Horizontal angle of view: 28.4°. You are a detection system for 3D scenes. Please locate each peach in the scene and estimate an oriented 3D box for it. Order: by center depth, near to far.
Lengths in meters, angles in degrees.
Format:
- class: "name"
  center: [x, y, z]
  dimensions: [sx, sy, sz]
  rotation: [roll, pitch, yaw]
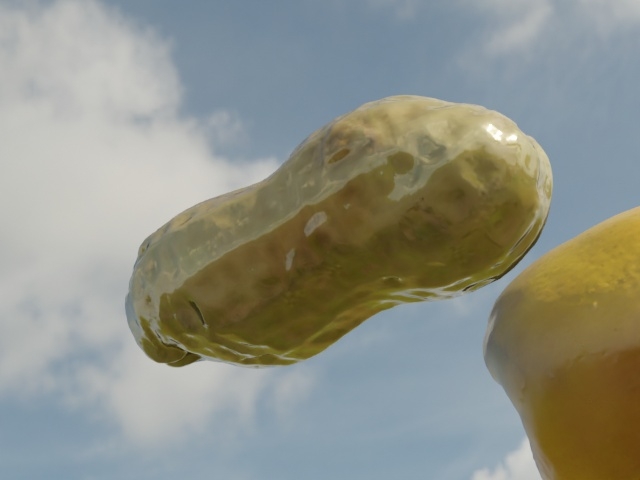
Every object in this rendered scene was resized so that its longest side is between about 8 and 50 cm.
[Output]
- class: "peach"
  center: [0.316, 0.109, 1.166]
  dimensions: [0.308, 0.289, 0.289]
  rotation: [-27, -38, 14]

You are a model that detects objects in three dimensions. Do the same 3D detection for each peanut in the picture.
- class: "peanut"
  center: [0.000, 0.000, 0.754]
  dimensions: [0.290, 0.130, 0.130]
  rotation: [-26, -38, 26]
